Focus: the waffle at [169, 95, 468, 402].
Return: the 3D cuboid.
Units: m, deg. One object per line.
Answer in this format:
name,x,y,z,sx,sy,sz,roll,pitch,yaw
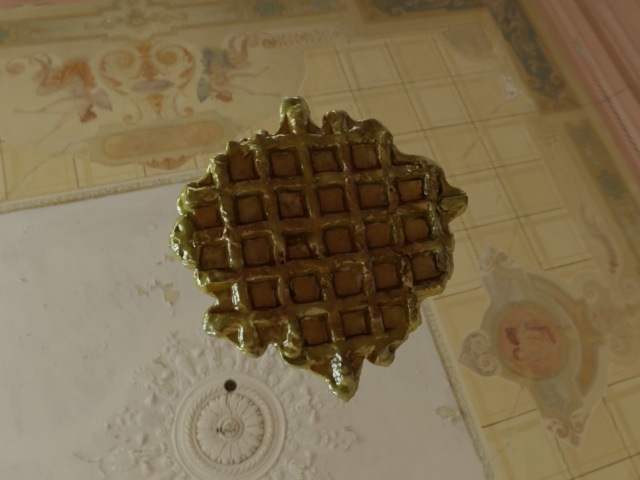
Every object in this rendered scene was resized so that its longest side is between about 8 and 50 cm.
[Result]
waffle,0.000,0.000,0.483,0.238,0.059,0.243,39,-102,-7
